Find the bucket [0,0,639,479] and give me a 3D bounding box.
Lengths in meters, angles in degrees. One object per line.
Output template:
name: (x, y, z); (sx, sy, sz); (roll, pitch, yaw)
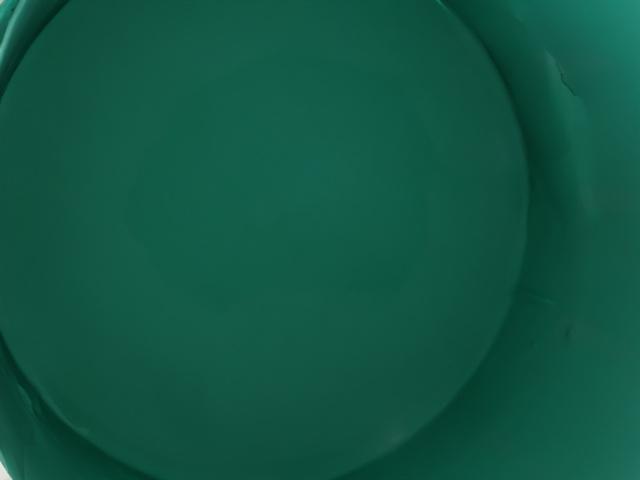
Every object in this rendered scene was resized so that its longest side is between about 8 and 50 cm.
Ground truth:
bucket: (0.000, 0.000, 0.524); (0.281, 0.281, 0.183); (8, -177, -16)
